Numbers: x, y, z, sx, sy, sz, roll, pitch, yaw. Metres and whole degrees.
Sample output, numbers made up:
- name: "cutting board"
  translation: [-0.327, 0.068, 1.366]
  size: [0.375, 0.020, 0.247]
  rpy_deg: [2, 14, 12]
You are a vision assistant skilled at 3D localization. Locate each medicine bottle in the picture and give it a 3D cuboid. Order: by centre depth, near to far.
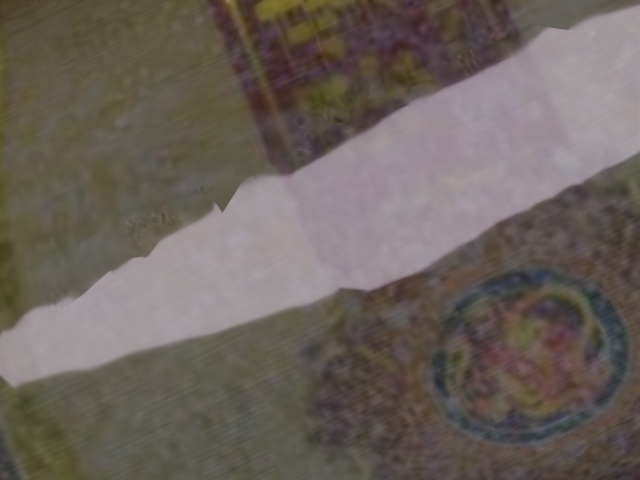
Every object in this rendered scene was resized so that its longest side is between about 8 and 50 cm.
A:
- name: "medicine bottle"
  translation: [0.000, 0.000, 0.400]
  size: [0.322, 0.151, 0.151]
  rpy_deg: [-24, 84, 6]
